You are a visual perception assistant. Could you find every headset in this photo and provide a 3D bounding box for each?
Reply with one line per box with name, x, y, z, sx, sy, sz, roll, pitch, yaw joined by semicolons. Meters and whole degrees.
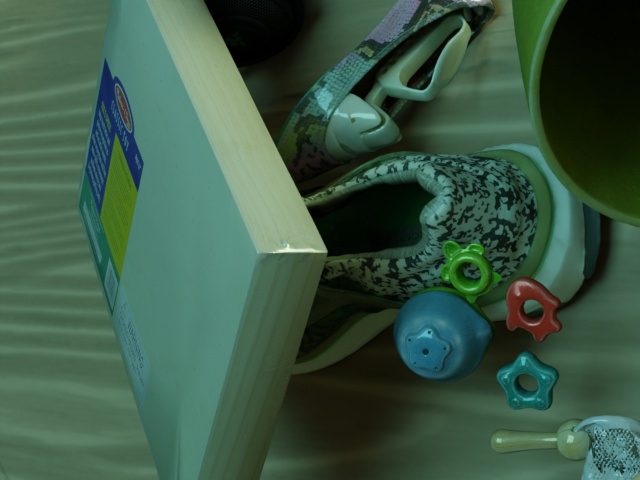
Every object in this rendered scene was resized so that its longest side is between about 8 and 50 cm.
headset;-0.094;-0.282;1.355;0.394;0.185;0.243;-7;74;54

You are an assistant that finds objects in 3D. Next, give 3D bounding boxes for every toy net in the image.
toy net;0.158;0.100;1.058;0.232;0.045;0.122;38;116;8

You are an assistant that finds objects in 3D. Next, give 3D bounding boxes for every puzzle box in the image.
puzzle box;-0.108;-0.014;1.191;0.409;0.052;0.272;-115;33;-46

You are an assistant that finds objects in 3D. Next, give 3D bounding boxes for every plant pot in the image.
plant pot;0.231;-0.202;1.003;0.275;0.275;0.293;-44;36;26

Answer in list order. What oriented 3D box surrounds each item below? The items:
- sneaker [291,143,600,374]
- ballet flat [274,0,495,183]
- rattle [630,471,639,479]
sneaker;0.000;0.000;1.190;0.410;0.182;0.158;-19;66;40
ballet flat;0.053;-0.123;1.228;0.221;0.077;0.079;-48;52;-1
rattle;0.232;0.145;1.002;0.200;0.130;0.143;-57;17;3
